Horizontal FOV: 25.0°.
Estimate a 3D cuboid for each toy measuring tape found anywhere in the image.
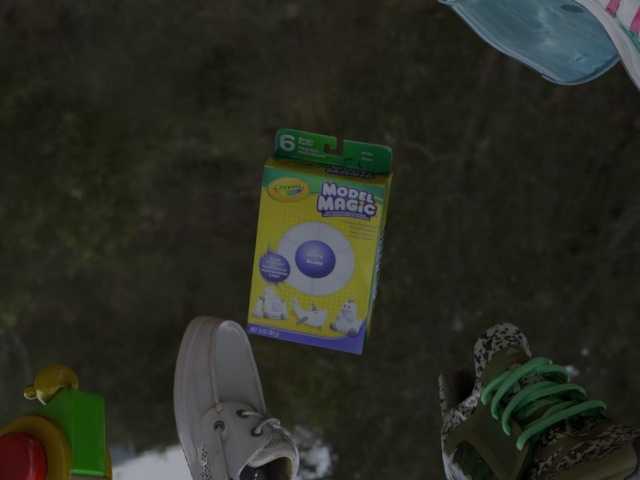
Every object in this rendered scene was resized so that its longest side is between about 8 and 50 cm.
[{"bbox_3d":[-0.248,0.275,1.312,0.121,0.330,0.121,-4,162,-1],"label":"toy measuring tape"}]

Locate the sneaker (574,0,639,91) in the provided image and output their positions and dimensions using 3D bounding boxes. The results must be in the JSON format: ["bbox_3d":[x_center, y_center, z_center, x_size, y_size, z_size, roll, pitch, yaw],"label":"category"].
[{"bbox_3d":[0.282,-0.218,1.139,0.178,0.295,0.123,-12,-139,54],"label":"sneaker"}]

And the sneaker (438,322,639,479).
[{"bbox_3d":[0.173,0.159,1.214,0.158,0.182,0.410,-19,175,-17],"label":"sneaker"}]

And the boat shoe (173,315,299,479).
[{"bbox_3d":[-0.061,0.192,1.269,0.096,0.277,0.098,-21,158,33],"label":"boat shoe"}]

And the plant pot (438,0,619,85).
[{"bbox_3d":[0.298,-0.390,2.071,0.255,0.271,0.272,17,159,-32],"label":"plant pot"}]

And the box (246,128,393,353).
[{"bbox_3d":[0.000,0.000,1.203,0.105,0.179,0.043,10,-159,8],"label":"box"}]
